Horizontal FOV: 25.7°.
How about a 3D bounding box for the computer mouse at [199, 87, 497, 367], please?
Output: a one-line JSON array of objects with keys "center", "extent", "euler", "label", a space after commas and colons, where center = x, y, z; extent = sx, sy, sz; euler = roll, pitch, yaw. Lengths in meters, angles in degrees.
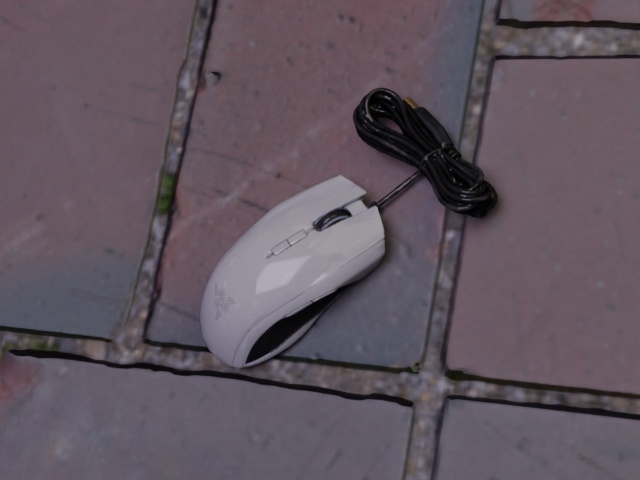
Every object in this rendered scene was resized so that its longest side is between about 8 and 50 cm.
[{"center": [0.000, 0.000, 0.806], "extent": [0.193, 0.042, 0.106], "euler": [-41, 61, 9], "label": "computer mouse"}]
